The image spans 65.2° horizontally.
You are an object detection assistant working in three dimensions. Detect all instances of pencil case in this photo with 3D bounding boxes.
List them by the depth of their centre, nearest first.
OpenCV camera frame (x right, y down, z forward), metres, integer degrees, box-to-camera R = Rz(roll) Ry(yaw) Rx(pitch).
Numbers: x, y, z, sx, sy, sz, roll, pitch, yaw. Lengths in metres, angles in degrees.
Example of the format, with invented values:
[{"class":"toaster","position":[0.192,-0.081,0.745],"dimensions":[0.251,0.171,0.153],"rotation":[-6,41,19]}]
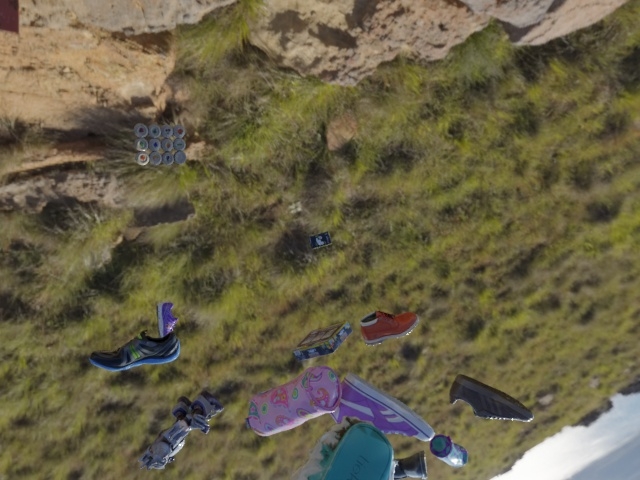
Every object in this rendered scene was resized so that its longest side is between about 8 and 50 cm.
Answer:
[{"class":"pencil case","position":[-0.074,0.416,1.288],"dimensions":[0.124,0.124,0.284],"rotation":[12,145,-41]},{"class":"pencil case","position":[0.368,0.600,1.430],"dimensions":[0.070,0.064,0.151],"rotation":[-36,136,11]}]

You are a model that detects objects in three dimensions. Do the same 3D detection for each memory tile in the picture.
[{"class":"memory tile","position":[-0.442,-0.266,1.388],"dimensions":[0.148,0.012,0.113],"rotation":[-10,110,-41]}]

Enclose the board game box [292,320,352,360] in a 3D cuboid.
[{"class":"board game box","position":[0.007,0.348,1.732],"dimensions":[0.170,0.048,0.141],"rotation":[-23,-173,38]}]

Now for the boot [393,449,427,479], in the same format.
[{"class":"boot","position":[0.186,0.636,1.396],"dimensions":[0.208,0.076,0.190],"rotation":[0,143,3]}]

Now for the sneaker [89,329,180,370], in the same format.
[{"class":"sneaker","position":[-0.406,0.236,1.100],"dimensions":[0.188,0.067,0.078],"rotation":[-5,103,-26]}]

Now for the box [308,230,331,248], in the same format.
[{"class":"box","position":[0.000,0.000,2.008],"dimensions":[0.083,0.052,0.062],"rotation":[-16,175,4]}]

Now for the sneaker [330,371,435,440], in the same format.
[{"class":"sneaker","position":[0.156,0.494,1.350],"dimensions":[0.161,0.282,0.102],"rotation":[-60,173,-6]}]

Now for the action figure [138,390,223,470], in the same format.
[{"class":"action figure","position":[-0.349,0.480,1.264],"dimensions":[0.185,0.099,0.285],"rotation":[-34,-175,11]}]

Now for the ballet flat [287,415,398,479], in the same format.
[{"class":"ballet flat","position":[-0.038,0.377,0.563],"dimensions":[0.409,0.147,0.147],"rotation":[-39,158,-47]}]

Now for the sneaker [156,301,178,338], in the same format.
[{"class":"sneaker","position":[-0.530,0.297,1.744],"dimensions":[0.071,0.068,0.170],"rotation":[-5,95,-23]}]

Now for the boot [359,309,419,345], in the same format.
[{"class":"boot","position":[0.179,0.213,1.307],"dimensions":[0.158,0.059,0.085],"rotation":[-21,117,0]}]

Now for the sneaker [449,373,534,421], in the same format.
[{"class":"sneaker","position":[0.384,0.374,1.140],"dimensions":[0.071,0.188,0.066],"rotation":[-65,172,6]}]
